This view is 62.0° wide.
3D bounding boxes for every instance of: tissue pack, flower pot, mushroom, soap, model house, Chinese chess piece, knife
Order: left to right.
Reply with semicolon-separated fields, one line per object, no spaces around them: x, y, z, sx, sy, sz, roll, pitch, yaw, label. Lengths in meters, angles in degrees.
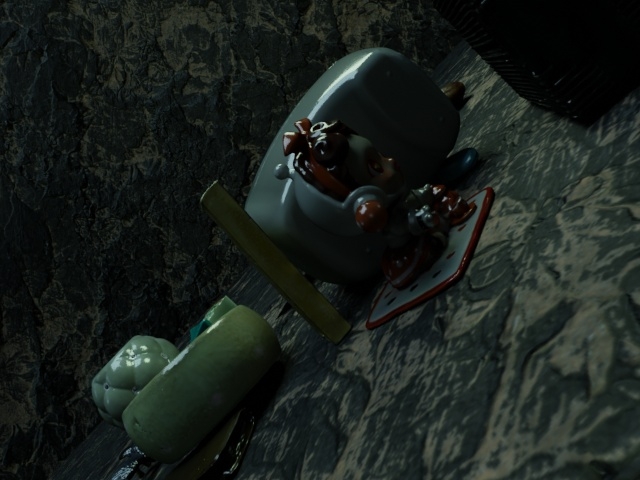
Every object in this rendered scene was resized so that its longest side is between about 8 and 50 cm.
-0.461;0.365;1.372;0.246;0.195;0.246;-47;8;8;flower pot
-0.169;0.208;0.787;0.250;0.101;0.250;-44;-2;-2;Chinese chess piece
-0.268;0.235;1.358;0.149;0.100;0.127;-54;10;-34;model house
-0.063;0.030;0.693;0.037;0.252;0.092;-44;6;-12;soap
0.036;-0.109;0.824;0.333;0.229;0.236;-60;21;-10;tissue pack
0.214;-0.359;1.323;0.227;0.217;0.148;-44;8;18;mushroom
0.172;-0.087;0.859;0.222;0.031;0.064;-32;30;53;knife

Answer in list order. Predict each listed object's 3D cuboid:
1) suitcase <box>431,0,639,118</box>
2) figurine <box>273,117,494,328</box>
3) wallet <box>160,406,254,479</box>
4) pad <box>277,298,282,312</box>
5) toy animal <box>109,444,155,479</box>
0.261;-0.290;0.649;0.152;0.229;0.335;-44;7;20;suitcase
0.049;-0.054;0.611;0.160;0.226;0.183;-41;9;45;figurine
-0.164;0.302;0.674;0.198;0.031;0.110;-45;8;18;wallet
-0.052;0.032;1.173;0.265;0.009;0.160;-71;0;-51;pad
-0.317;0.386;0.971;0.108;0.062;0.220;-43;2;32;toy animal
